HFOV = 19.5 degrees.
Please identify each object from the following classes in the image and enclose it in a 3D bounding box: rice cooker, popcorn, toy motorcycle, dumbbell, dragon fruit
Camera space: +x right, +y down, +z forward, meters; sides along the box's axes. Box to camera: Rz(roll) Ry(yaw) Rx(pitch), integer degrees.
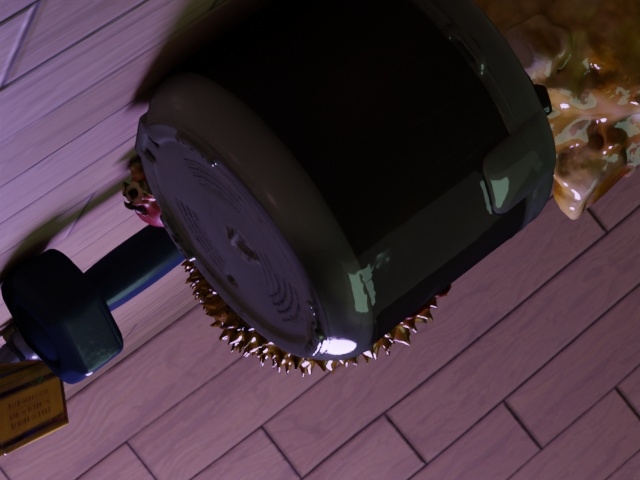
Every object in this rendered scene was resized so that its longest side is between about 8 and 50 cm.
[{"bbox_3d":[0.033,-0.085,1.741,0.325,0.335,0.335,-38,176,-20],"label":"rice cooker"},{"bbox_3d":[0.315,-0.250,2.485,0.344,0.354,0.390,58,44,-53],"label":"popcorn"},{"bbox_3d":[-0.354,0.115,2.369,0.193,0.061,0.124,-43,-175,-27],"label":"toy motorcycle"},{"bbox_3d":[-0.194,0.018,2.076,0.316,0.156,0.143,-37,153,-23],"label":"dumbbell"},{"bbox_3d":[-0.165,-0.052,1.965,0.081,0.086,0.116,-34,-179,25],"label":"dragon fruit"}]

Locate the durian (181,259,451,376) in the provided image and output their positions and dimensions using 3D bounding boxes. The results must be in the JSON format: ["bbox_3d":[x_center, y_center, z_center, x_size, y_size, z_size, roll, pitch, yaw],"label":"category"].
[{"bbox_3d":[-0.003,-0.004,2.324,0.347,0.347,0.384,-36,167,-35],"label":"durian"}]

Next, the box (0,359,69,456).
[{"bbox_3d":[-0.409,0.191,1.989,0.193,0.084,0.301,-8,-178,10],"label":"box"}]
